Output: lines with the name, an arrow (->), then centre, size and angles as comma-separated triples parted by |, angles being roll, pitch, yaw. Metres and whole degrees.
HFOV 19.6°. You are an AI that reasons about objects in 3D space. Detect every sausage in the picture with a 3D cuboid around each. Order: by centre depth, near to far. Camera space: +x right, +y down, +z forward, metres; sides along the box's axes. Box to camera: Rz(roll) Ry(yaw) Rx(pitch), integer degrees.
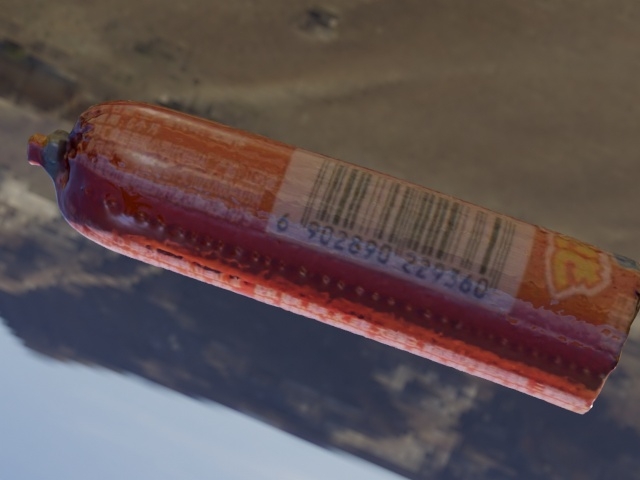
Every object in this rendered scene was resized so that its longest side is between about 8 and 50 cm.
sausage -> 0.000, 0.000, 0.807 | 0.274, 0.074, 0.074 | 18, 177, 2
